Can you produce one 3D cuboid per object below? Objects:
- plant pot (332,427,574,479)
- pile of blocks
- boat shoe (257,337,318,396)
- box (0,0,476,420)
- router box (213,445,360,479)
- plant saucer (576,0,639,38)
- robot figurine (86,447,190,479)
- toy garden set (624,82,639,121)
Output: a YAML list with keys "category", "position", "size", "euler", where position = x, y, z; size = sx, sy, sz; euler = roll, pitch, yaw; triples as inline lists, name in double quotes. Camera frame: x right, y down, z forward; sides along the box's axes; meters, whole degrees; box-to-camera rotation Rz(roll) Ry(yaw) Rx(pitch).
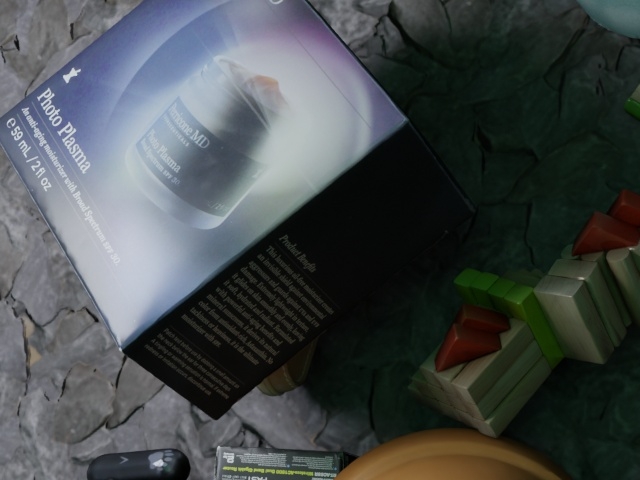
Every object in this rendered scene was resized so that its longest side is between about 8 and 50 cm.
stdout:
- category: "plant pot"
  position: [0.111, 0.305, 1.167]
  size: [0.291, 0.203, 0.290]
  euler: [0, 89, 2]
- category: "pile of blocks"
  position: [0.224, 0.021, 1.263]
  size: [0.362, 0.112, 0.149]
  euler: [-31, 33, -2]
- category: "boat shoe"
  position: [0.000, 0.000, 1.374]
  size: [0.098, 0.109, 0.302]
  euler: [5, 73, 20]
- category: "box"
  position: [-0.081, -0.064, 1.267]
  size: [0.294, 0.183, 0.296]
  euler: [-39, 55, 2]
- category: "router box"
  position: [-0.025, 0.212, 1.335]
  size: [0.122, 0.092, 0.038]
  euler: [0, 77, 17]
- category: "plant saucer"
  position: [0.295, -0.282, 1.338]
  size: [0.195, 0.037, 0.195]
  euler: [6, 100, 39]
- category: "robot figurine"
  position: [-0.165, 0.312, 1.295]
  size: [0.278, 0.173, 0.209]
  euler: [-7, 33, 34]
- category: "toy garden set"
  position: [0.427, -0.166, 1.309]
  size: [0.204, 0.049, 0.244]
  euler: [37, 90, 22]
